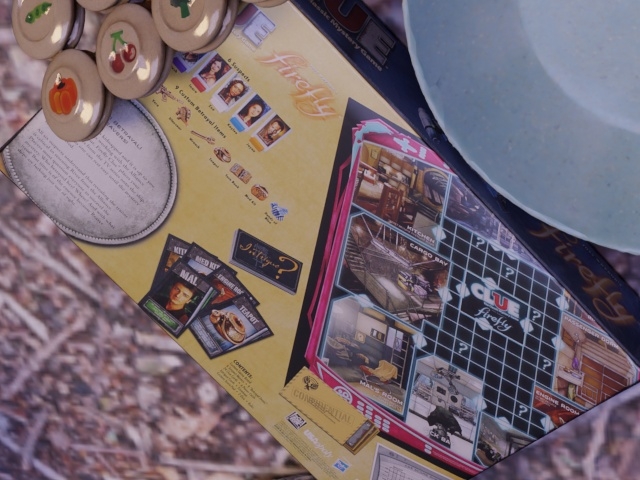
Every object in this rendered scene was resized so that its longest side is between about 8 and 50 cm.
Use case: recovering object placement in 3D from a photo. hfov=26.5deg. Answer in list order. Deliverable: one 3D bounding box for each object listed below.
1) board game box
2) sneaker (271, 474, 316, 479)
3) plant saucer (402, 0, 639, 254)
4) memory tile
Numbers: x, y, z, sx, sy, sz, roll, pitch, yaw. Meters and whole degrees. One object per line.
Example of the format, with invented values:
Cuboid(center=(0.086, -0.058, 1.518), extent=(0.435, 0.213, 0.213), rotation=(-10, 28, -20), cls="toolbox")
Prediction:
Cuboid(center=(0.000, 0.000, 0.574), extent=(0.243, 0.042, 0.165), rotation=(46, 125, -10), cls="board game box")
Cuboid(center=(-0.091, 0.284, 0.680), extent=(0.137, 0.210, 0.366), rotation=(36, 126, -3), cls="sneaker")
Cuboid(center=(0.127, -0.085, 0.477), extent=(0.195, 0.037, 0.195), rotation=(10, 124, 15), cls="plant saucer")
Cuboid(center=(-0.072, -0.113, 0.512), extent=(0.148, 0.012, 0.113), rotation=(-29, 74, 37), cls="memory tile")
